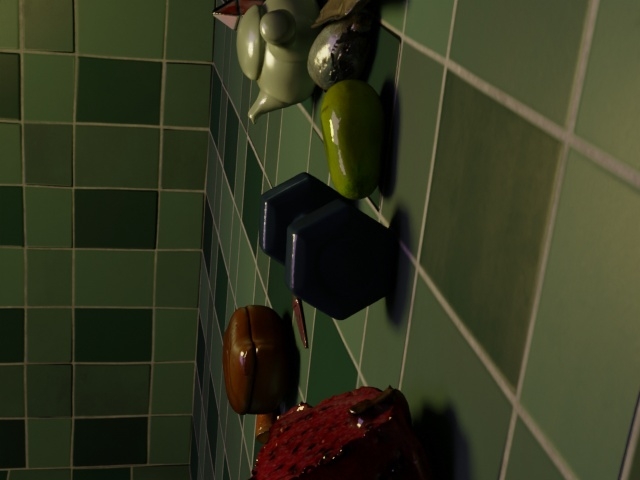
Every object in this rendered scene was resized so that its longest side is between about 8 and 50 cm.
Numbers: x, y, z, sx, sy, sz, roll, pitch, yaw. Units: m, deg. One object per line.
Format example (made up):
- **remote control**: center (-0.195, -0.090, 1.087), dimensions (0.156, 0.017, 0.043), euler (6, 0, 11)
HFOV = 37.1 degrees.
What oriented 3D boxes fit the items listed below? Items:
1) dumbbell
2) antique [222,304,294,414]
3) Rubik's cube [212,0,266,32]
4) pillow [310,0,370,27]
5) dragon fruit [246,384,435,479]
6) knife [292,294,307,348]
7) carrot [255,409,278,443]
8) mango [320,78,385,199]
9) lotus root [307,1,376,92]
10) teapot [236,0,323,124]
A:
- **dumbbell**: center (0.000, 0.000, 1.368), dimensions (0.325, 0.144, 0.160), euler (-136, 46, -72)
- **antique**: center (-0.131, 0.244, 1.960), dimensions (0.278, 0.129, 0.224), euler (165, 105, -77)
- **Rubik's cube**: center (-0.114, -0.427, 1.958), dimensions (0.178, 0.190, 0.211), euler (79, -176, -46)
- **pillow**: center (0.048, -0.346, 1.323), dimensions (0.130, 0.033, 0.217), euler (-49, 17, -1)
- **dragon fruit**: center (-0.001, 0.279, 1.142), dimensions (0.302, 0.240, 0.330), euler (-66, 24, 9)
- **knife**: center (-0.050, 0.118, 1.862), dimensions (0.247, 0.018, 0.035), euler (-103, 21, -43)
- **carrot**: center (-0.119, 0.343, 2.090), dimensions (0.224, 0.057, 0.057), euler (-98, 15, -47)
- **mango**: center (0.042, -0.139, 1.311), dimensions (0.117, 0.089, 0.163), euler (-152, 63, -76)
- **lotus root**: center (0.032, -0.280, 1.402), dimensions (0.165, 0.088, 0.088), euler (127, 144, -49)
- **teapot**: center (-0.065, -0.364, 1.674), dimensions (0.318, 0.149, 0.220), euler (116, 151, -65)
